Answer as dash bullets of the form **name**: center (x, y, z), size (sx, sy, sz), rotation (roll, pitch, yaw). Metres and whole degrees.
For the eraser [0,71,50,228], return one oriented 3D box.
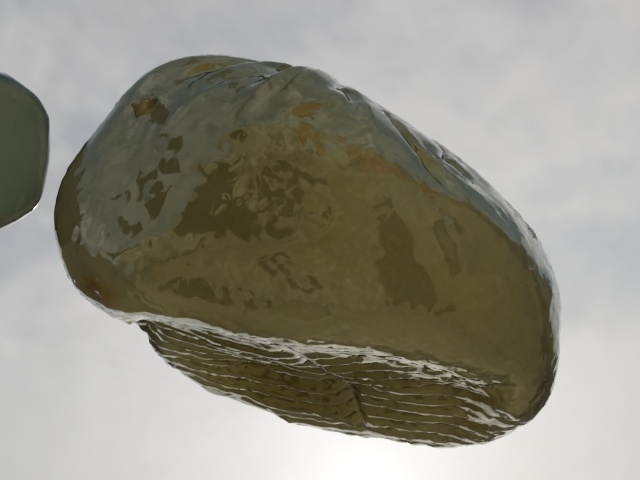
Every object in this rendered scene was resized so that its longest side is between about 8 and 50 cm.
- **eraser**: center (-0.302, -0.062, 0.773), size (0.189, 0.290, 0.104), rotation (-4, -79, -44)

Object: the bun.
- **bun**: center (0.000, 0.000, 0.626), size (0.229, 0.145, 0.229), rotation (10, -22, 4)
